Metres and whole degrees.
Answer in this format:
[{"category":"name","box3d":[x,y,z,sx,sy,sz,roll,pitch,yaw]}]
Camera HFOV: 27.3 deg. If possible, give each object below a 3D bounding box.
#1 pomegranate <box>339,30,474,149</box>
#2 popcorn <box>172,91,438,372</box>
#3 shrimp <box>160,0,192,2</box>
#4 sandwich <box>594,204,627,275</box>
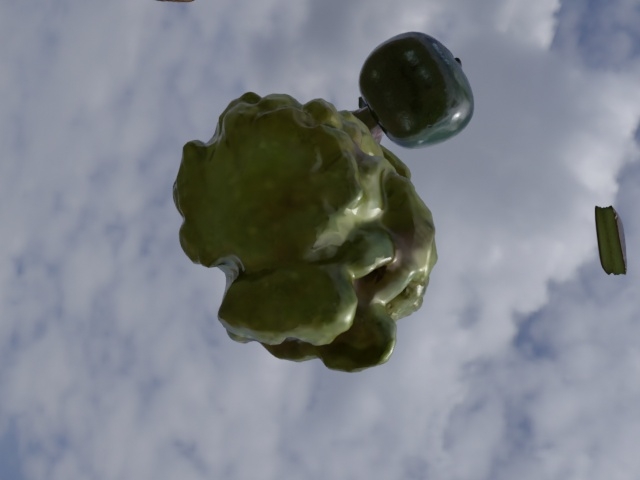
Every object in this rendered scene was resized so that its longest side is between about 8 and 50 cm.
[{"category":"pomegranate","box3d":[0.104,-0.175,1.697,0.191,0.131,0.152,-40,-102,37]},{"category":"popcorn","box3d":[0.000,0.000,1.190,0.235,0.250,0.242,-4,-101,34]},{"category":"shrimp","box3d":[-0.088,-0.265,1.160,0.117,0.262,0.066,43,-39,16]},{"category":"sandwich","box3d":[0.332,-0.003,1.504,0.031,0.044,0.083,-6,-80,18]}]
